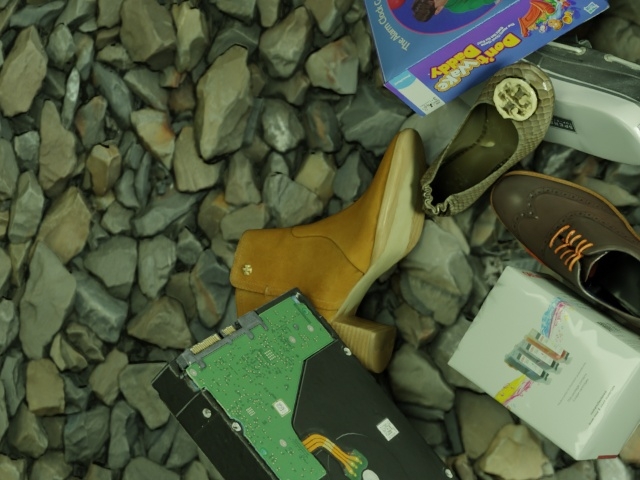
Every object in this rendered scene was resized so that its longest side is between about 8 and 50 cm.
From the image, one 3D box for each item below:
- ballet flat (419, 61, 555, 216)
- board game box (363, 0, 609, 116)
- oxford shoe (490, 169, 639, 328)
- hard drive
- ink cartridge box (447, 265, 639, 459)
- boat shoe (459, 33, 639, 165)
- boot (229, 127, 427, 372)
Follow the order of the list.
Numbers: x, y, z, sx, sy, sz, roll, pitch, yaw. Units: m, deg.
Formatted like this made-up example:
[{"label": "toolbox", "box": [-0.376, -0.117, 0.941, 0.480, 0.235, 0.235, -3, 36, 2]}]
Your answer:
[{"label": "ballet flat", "box": [0.169, -0.099, 1.527, 0.084, 0.058, 0.250, 50, 141, 9]}, {"label": "board game box", "box": [0.152, -0.336, 1.557, 0.233, 0.078, 0.347, -29, 51, 24]}, {"label": "oxford shoe", "box": [0.280, 0.005, 1.495, 0.271, 0.098, 0.097, 36, 103, 28]}, {"label": "hard drive", "box": [0.004, 0.226, 1.504, 0.339, 0.237, 0.064, 50, 125, 7]}, {"label": "ink cartridge box", "box": [0.251, 0.126, 1.481, 0.176, 0.128, 0.127, 37, 103, 29]}, {"label": "boat shoe", "box": [0.254, -0.175, 1.537, 0.301, 0.108, 0.102, 24, 64, 42]}, {"label": "boot", "box": [0.000, 0.001, 1.654, 0.211, 0.104, 0.295, 13, 95, 30]}]
